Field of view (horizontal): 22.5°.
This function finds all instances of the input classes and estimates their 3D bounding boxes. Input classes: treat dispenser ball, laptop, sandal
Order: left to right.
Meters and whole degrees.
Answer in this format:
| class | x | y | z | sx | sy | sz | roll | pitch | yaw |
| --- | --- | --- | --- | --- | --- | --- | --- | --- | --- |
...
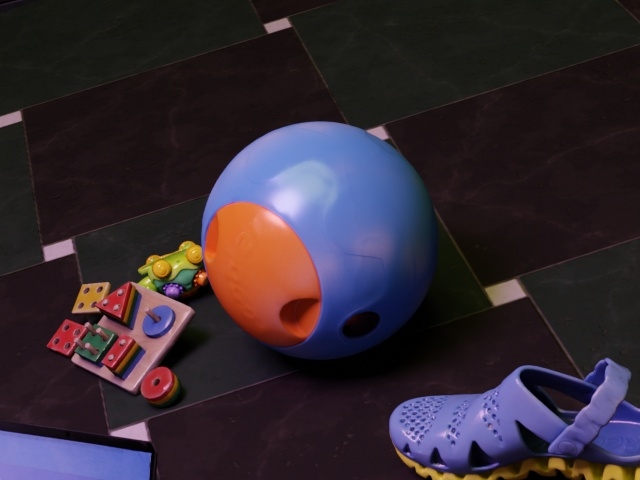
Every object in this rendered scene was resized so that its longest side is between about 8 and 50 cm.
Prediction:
| class | x | y | z | sx | sy | sz | roll | pitch | yaw |
| --- | --- | --- | --- | --- | --- | --- | --- | --- | --- |
| laptop | -0.313 | 0.334 | 1.691 | 0.234 | 0.136 | 0.264 | 4 | 36 | 28 |
| treat dispenser ball | 0.000 | 0.000 | 1.944 | 0.288 | 0.288 | 0.288 | -11 | 32 | 7 |
| sandal | 0.222 | 0.185 | 1.705 | 0.317 | 0.138 | 0.126 | -3 | 35 | 22 |

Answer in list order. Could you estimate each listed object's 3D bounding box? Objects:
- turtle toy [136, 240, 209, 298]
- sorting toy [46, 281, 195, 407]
| class | x | y | z | sx | sy | sz | roll | pitch | yaw |
| --- | --- | --- | --- | --- | --- | --- | --- | --- | --- |
| turtle toy | -0.201 | 0.050 | 2.160 | 0.130 | 0.066 | 0.095 | -24 | 9 | -9 |
| sorting toy | -0.255 | 0.112 | 2.061 | 0.274 | 0.046 | 0.132 | 20 | 67 | 44 |
